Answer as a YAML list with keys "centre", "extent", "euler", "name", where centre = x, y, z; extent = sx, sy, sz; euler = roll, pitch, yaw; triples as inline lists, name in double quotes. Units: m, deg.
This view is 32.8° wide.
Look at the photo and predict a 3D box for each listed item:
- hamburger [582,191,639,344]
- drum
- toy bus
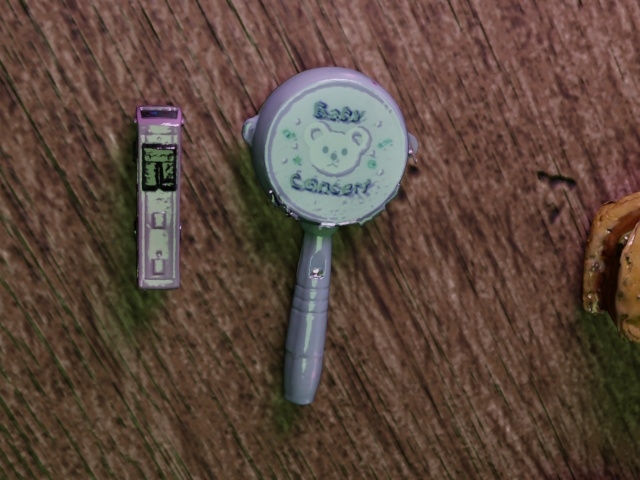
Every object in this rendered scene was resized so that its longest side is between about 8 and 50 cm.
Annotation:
- centre: [0.333, -0.015, 0.839]
  extent: [0.262, 0.124, 0.131]
  euler: [-19, 107, -7]
  name: "hamburger"
- centre: [-0.019, -0.006, 0.809]
  extent: [0.130, 0.049, 0.253]
  euler: [19, 100, -16]
  name: "drum"
- centre: [-0.117, -0.030, 0.782]
  extent: [0.037, 0.052, 0.131]
  euler: [0, 105, -9]
  name: "toy bus"
